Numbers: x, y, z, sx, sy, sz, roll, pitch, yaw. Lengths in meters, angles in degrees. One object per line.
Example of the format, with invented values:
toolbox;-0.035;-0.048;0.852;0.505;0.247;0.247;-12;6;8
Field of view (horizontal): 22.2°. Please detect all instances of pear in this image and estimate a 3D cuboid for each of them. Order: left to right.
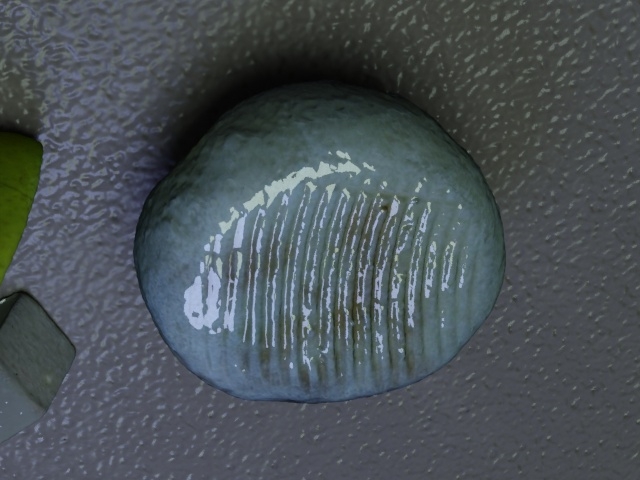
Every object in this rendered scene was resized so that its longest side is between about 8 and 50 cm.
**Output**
pear;-0.372;0.040;1.495;0.139;0.239;0.288;25;112;-28

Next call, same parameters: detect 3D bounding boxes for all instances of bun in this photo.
bun;0.000;0.000;1.586;0.362;0.211;0.362;-6;121;-10

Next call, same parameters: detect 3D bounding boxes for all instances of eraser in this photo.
eraser;-0.421;0.189;1.679;0.352;0.077;0.111;-31;127;5
